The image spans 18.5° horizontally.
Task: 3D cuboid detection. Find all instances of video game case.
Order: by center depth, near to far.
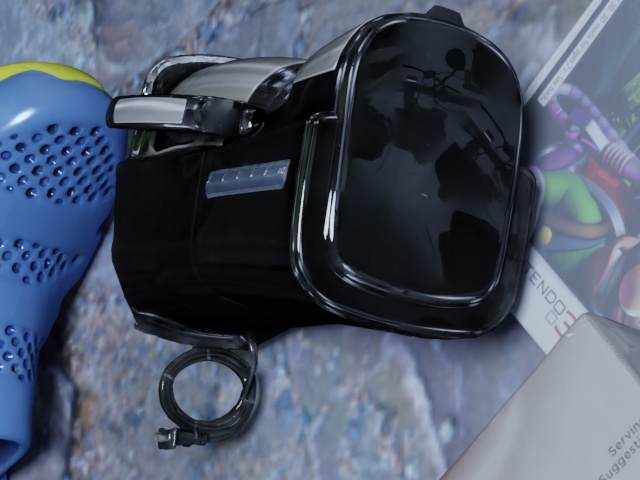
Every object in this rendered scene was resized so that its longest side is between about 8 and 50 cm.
[{"bbox_3d":[0.140,-0.032,0.736,0.190,0.022,0.173,-54,43,17],"label":"video game case"}]

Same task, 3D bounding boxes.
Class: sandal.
[{"bbox_3d":[-0.176,0.060,0.986,0.138,0.126,0.317,47,118,43],"label":"sandal"}]

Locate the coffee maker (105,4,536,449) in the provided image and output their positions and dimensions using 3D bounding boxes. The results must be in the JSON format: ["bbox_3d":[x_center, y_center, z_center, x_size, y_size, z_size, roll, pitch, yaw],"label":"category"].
[{"bbox_3d":[0.000,0.000,0.802,0.178,0.120,0.171,-1,102,61],"label":"coffee maker"}]

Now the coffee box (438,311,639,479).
[{"bbox_3d":[0.069,0.195,0.645,0.297,0.119,0.168,-51,44,20],"label":"coffee box"}]
